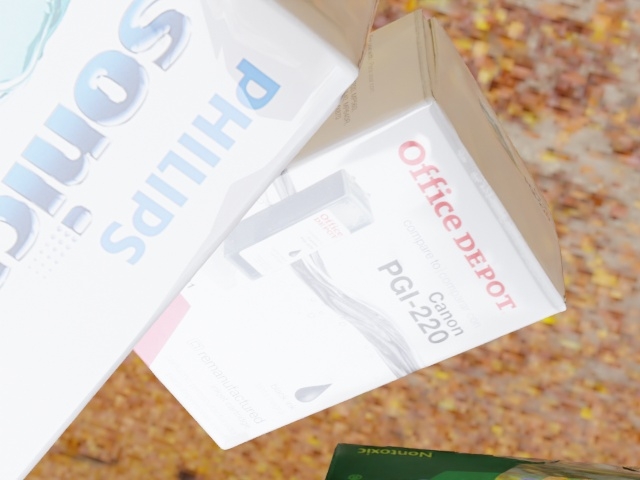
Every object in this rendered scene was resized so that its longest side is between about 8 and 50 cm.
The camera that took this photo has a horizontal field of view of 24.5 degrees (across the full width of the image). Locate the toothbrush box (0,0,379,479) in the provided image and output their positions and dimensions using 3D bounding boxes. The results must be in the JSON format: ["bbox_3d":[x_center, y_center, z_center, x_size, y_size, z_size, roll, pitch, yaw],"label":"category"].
[{"bbox_3d":[-0.161,-0.072,0.372,0.295,0.126,0.216,36,115,-10],"label":"toothbrush box"}]

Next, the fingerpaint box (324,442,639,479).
[{"bbox_3d":[0.197,0.202,0.386,0.444,0.163,0.371,4,-166,7],"label":"fingerpaint box"}]

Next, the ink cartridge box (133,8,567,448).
[{"bbox_3d":[0.000,0.000,0.783,0.217,0.092,0.158,-25,125,17],"label":"ink cartridge box"}]
